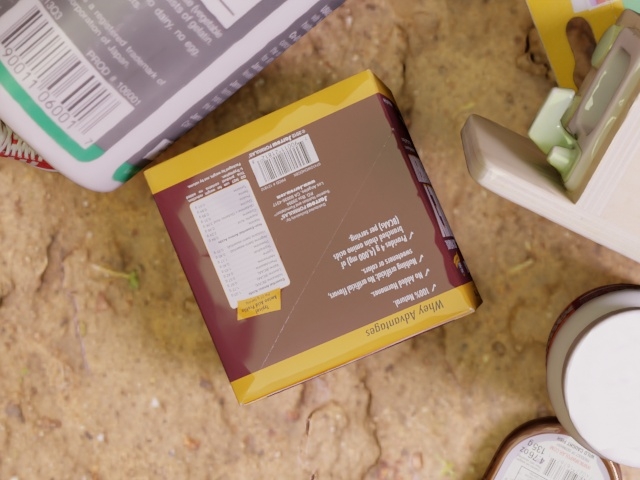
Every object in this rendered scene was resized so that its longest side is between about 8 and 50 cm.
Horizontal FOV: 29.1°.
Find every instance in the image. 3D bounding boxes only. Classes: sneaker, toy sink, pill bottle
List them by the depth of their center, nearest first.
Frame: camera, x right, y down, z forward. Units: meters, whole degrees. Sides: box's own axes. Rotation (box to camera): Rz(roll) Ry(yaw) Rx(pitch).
[{"bbox_3d":[0.229,-0.065,0.819,0.234,0.153,0.131,25,107,-4],"label":"toy sink"},{"bbox_3d":[0.221,0.093,0.875,0.121,0.221,0.121,0,90,11],"label":"pill bottle"},{"bbox_3d":[-0.094,-0.220,0.943,0.361,0.204,0.204,-38,83,8],"label":"pill bottle"},{"bbox_3d":[-0.257,-0.085,1.042,0.118,0.067,0.042,12,91,10],"label":"sneaker"}]

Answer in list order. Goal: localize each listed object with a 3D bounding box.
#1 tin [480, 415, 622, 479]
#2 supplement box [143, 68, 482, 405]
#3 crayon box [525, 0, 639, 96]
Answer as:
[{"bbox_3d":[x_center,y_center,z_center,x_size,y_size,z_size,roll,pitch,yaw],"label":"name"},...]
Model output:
[{"bbox_3d":[0.166,0.231,0.981,0.106,0.040,0.189,28,95,14],"label":"tin"},{"bbox_3d":[0.000,0.000,0.963,0.191,0.129,0.194,-23,86,9],"label":"supplement box"},{"bbox_3d":[0.321,-0.181,0.900,0.323,0.083,0.203,-22,105,9],"label":"crayon box"}]
